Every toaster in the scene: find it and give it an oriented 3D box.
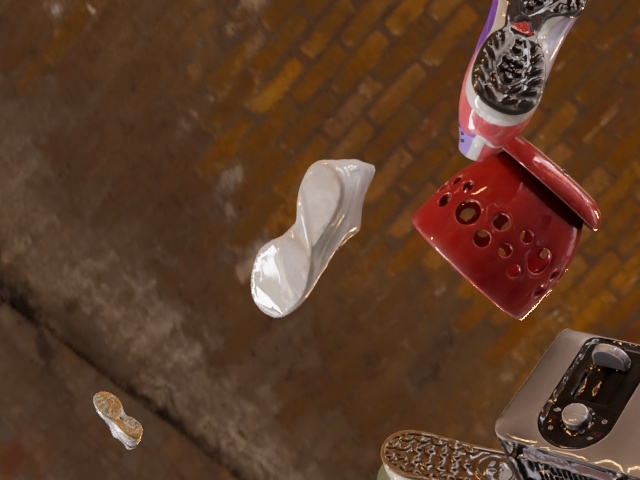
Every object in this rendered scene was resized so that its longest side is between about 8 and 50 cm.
[{"bbox_3d":[0.215,0.150,0.733,0.110,0.168,0.185,-53,-46,-29],"label":"toaster"}]

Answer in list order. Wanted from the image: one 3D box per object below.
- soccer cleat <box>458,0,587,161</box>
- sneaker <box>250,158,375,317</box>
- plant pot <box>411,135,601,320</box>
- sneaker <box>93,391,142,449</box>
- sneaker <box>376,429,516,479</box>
[{"bbox_3d":[0.232,-0.230,1.461,0.109,0.318,0.116,25,-36,1],"label":"soccer cleat"},{"bbox_3d":[0.000,0.000,1.383,0.094,0.080,0.212,-14,-38,-50],"label":"sneaker"},{"bbox_3d":[0.236,-0.024,1.538,0.191,0.191,0.174,38,-83,-33],"label":"plant pot"},{"bbox_3d":[-0.247,0.218,1.488,0.032,0.083,0.037,-23,-36,-36],"label":"sneaker"},{"bbox_3d":[0.133,0.209,0.943,0.192,0.064,0.086,16,-50,9],"label":"sneaker"}]
